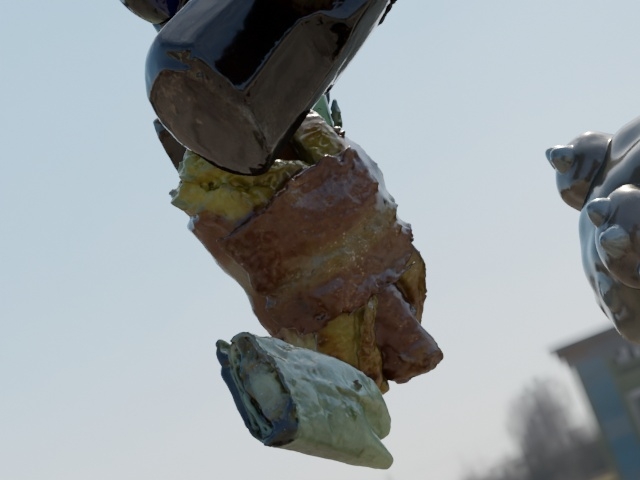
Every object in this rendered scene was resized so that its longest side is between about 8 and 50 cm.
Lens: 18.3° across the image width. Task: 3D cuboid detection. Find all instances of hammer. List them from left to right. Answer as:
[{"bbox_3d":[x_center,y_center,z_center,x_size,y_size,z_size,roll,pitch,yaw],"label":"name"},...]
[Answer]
[{"bbox_3d":[0.020,-0.212,1.033,0.242,0.095,0.409,-51,-8,-25],"label":"hammer"}]

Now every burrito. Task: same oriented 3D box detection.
[{"bbox_3d":[-0.001,0.088,1.076,0.044,0.074,0.118,-45,-37,23],"label":"burrito"}]

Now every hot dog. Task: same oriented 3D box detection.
[{"bbox_3d":[0.000,0.000,1.229,0.103,0.213,0.146,-37,10,33],"label":"hot dog"}]

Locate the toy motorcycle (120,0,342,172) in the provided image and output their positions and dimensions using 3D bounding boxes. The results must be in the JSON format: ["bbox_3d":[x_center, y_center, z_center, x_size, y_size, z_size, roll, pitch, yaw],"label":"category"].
[{"bbox_3d":[-0.101,-0.204,1.503,0.196,0.331,0.125,-26,7,-40],"label":"toy motorcycle"}]

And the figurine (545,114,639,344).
[{"bbox_3d":[0.366,0.008,1.548,0.380,0.203,0.248,18,21,-11],"label":"figurine"}]
